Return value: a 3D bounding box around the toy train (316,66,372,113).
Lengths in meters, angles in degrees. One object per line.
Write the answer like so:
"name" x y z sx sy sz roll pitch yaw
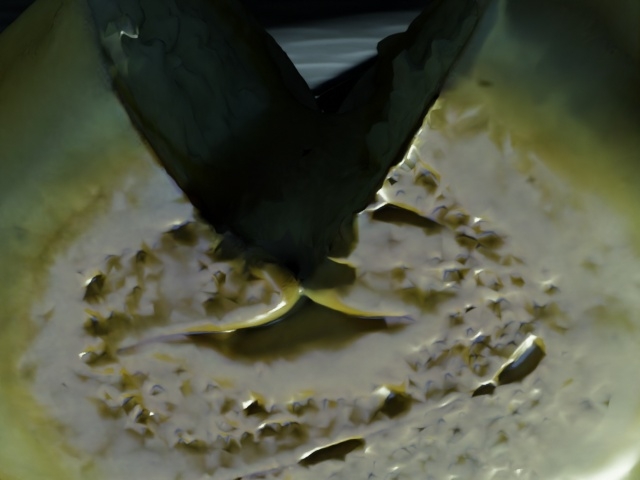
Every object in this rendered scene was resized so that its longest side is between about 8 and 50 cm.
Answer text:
"toy train" 0.025 -0.070 0.832 0.017 0.017 0.083 2 165 -37

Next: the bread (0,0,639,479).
"bread" 0.001 0.006 0.727 0.333 0.160 0.333 2 122 4
